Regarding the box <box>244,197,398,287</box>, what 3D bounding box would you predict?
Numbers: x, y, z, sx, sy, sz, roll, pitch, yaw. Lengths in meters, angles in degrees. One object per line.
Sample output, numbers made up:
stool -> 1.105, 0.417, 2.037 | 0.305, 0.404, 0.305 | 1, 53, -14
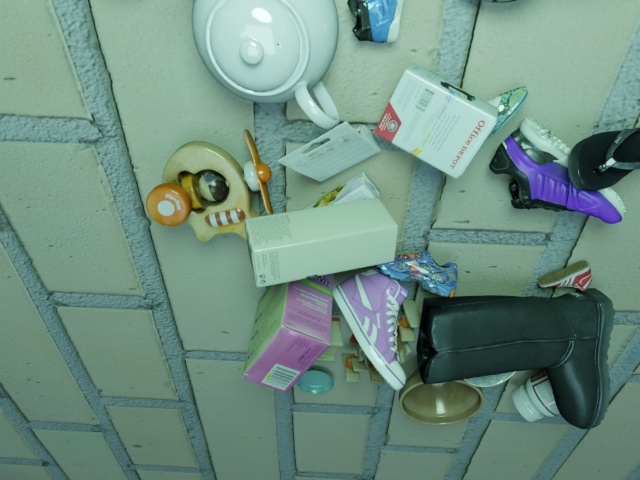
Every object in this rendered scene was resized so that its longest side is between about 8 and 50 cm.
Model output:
box -> 0.000, 0.000, 0.871 | 0.275, 0.113, 0.094 | -9, 128, -11

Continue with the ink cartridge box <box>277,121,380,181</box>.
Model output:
ink cartridge box -> 0.015, -0.172, 0.841 | 0.145, 0.045, 0.179 | -25, 163, 22

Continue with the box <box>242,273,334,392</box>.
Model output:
box -> -0.072, 0.191, 1.074 | 0.117, 0.243, 0.213 | 24, 125, -16

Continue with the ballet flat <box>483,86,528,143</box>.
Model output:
ballet flat -> 0.296, -0.215, 0.842 | 0.070, 0.070, 0.188 | 25, 124, -16

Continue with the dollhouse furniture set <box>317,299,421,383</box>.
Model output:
dollhouse furniture set -> 0.109, 0.249, 1.210 | 0.259, 0.135, 0.262 | 9, 130, -18

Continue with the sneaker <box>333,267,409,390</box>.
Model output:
sneaker -> 0.151, 0.184, 1.031 | 0.161, 0.282, 0.102 | -30, 152, 1

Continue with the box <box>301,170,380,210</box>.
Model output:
box -> -0.017, -0.037, 1.003 | 0.324, 0.063, 0.067 | -31, 119, 25

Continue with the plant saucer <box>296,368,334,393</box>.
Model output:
plant saucer -> -0.016, 0.432, 1.407 | 0.119, 0.021, 0.119 | 2, 129, 3

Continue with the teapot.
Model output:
teapot -> -0.087, -0.314, 0.707 | 0.256, 0.187, 0.252 | 4, 129, -1

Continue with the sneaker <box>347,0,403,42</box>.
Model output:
sneaker -> 0.086, -0.390, 0.715 | 0.085, 0.058, 0.152 | -3, 136, -5

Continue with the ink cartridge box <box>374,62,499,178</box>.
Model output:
ink cartridge box -> 0.205, -0.212, 0.808 | 0.175, 0.072, 0.127 | 31, 127, 5

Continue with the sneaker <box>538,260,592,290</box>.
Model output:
sneaker -> 0.590, 0.099, 1.087 | 0.118, 0.042, 0.067 | -26, 120, 20

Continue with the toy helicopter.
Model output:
toy helicopter -> -0.155, -0.062, 0.935 | 0.235, 0.140, 0.355 | -40, 110, 17

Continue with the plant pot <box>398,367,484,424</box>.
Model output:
plant pot -> 0.345, 0.431, 1.327 | 0.238, 0.109, 0.237 | 2, 128, 2

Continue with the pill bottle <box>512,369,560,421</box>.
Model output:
pill bottle -> 0.672, 0.427, 1.295 | 0.121, 0.121, 0.221 | 33, 124, -21

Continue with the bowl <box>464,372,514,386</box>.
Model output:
bowl -> 0.444, 0.303, 1.227 | 0.170, 0.080, 0.170 | -2, 115, -4

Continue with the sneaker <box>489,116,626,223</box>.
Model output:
sneaker -> 0.457, -0.106, 0.899 | 0.293, 0.102, 0.146 | 34, 123, -13

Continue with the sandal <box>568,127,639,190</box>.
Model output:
sandal -> 0.550, -0.162, 0.808 | 0.255, 0.054, 0.097 | -21, 87, -14

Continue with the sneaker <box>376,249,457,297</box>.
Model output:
sneaker -> 0.219, 0.058, 1.064 | 0.221, 0.083, 0.087 | 20, 95, -2

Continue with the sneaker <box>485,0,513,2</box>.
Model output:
sneaker -> 0.329, -0.431, 0.651 | 0.267, 0.106, 0.101 | -5, 136, 34

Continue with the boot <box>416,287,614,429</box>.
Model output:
boot -> 0.456, 0.304, 1.094 | 0.446, 0.146, 0.366 | -4, 99, -11
